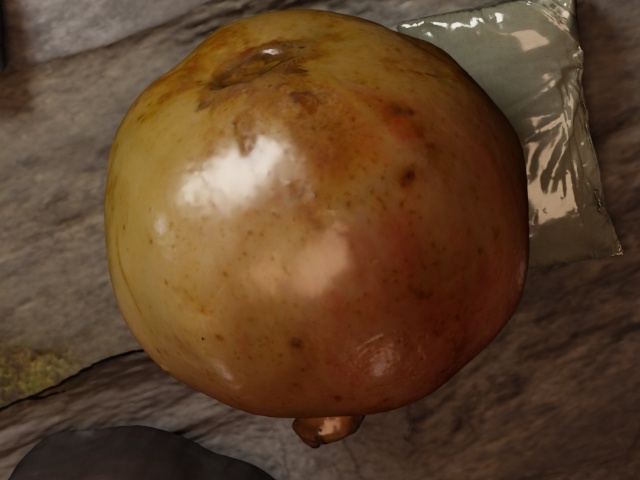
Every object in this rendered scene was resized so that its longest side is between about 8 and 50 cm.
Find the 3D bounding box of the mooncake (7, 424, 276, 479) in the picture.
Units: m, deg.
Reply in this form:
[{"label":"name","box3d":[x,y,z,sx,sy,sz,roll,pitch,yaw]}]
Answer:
[{"label":"mooncake","box3d":[-0.160,0.305,1.501,0.306,0.154,0.306,1,104,5]}]

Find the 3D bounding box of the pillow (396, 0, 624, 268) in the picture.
[{"label":"pillow","box3d":[0.154,-0.081,1.398,0.148,0.050,0.230,-7,104,19]}]

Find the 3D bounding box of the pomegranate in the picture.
[{"label":"pomegranate","box3d":[0.000,0.000,1.294,0.338,0.338,0.338,2,106,7]}]

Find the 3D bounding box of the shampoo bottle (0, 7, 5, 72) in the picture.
[{"label":"shampoo bottle","box3d":[-0.321,-0.240,1.414,0.087,0.049,0.234,-17,103,14]}]
